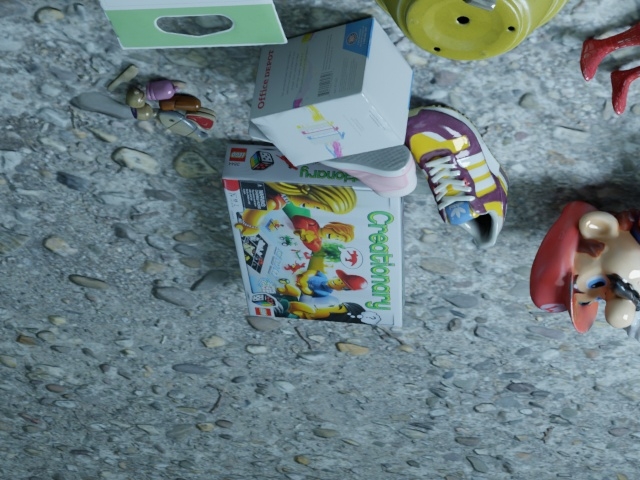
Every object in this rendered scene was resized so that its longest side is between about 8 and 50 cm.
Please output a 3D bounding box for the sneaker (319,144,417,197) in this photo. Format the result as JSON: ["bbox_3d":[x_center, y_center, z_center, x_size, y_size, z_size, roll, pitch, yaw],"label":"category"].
[{"bbox_3d":[0.041,-0.081,1.508,0.134,0.051,0.070,20,161,27],"label":"sneaker"}]

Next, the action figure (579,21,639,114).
[{"bbox_3d":[0.368,-0.154,1.262,0.280,0.139,0.091,-20,140,35],"label":"action figure"}]

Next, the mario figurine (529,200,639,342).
[{"bbox_3d":[0.375,0.033,1.517,0.320,0.170,0.198,-15,108,21],"label":"mario figurine"}]

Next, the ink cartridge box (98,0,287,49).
[{"bbox_3d":[-0.131,-0.262,1.278,0.171,0.056,0.235,0,151,14],"label":"ink cartridge box"}]

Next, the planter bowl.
[{"bbox_3d":[0.126,-0.219,1.251,0.217,0.090,0.217,6,148,4],"label":"planter bowl"}]

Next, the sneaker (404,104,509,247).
[{"bbox_3d":[0.141,-0.065,1.504,0.069,0.084,0.185,-15,142,34],"label":"sneaker"}]

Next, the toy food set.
[{"bbox_3d":[-0.159,-0.138,1.520,0.122,0.019,0.078,26,145,-26],"label":"toy food set"}]

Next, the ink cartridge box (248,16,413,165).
[{"bbox_3d":[0.004,-0.140,1.408,0.143,0.092,0.090,-10,145,30],"label":"ink cartridge box"}]

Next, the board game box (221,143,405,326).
[{"bbox_3d":[0.000,0.000,1.675,0.193,0.053,0.305,4,148,7],"label":"board game box"}]

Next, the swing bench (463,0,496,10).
[{"bbox_3d":[0.033,-0.319,0.945,0.253,0.165,0.255,18,118,-13],"label":"swing bench"}]
